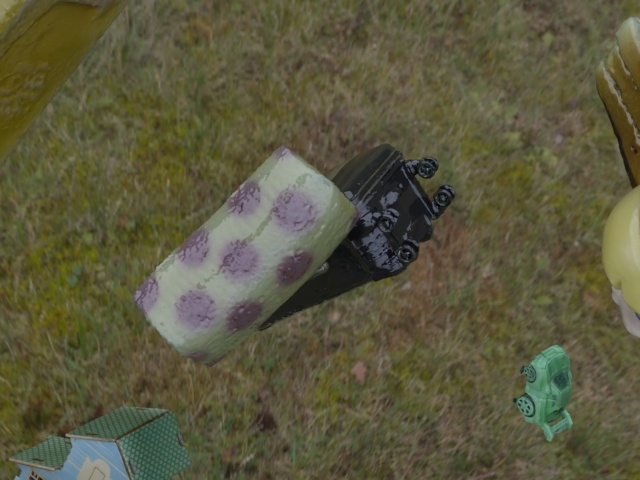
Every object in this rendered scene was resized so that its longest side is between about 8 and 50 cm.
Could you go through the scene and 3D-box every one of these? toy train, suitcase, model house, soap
[{"bbox_3d":[0.392,0.256,1.847,0.099,0.149,0.081,-22,39,-34],"label":"toy train"},{"bbox_3d":[0.000,0.000,1.909,0.194,0.434,0.283,55,35,-11],"label":"suitcase"},{"bbox_3d":[-0.279,0.326,1.509,0.271,0.206,0.178,37,25,20],"label":"model house"},{"bbox_3d":[-0.338,-0.175,1.090,0.091,0.199,0.315,46,108,10],"label":"soap"}]

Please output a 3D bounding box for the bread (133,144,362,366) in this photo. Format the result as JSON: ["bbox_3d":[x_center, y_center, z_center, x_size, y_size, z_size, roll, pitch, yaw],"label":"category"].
[{"bbox_3d":[-0.104,0.029,1.617,0.338,0.187,0.155,-46,63,2],"label":"bread"}]

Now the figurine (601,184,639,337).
[{"bbox_3d":[0.150,0.036,0.408,0.083,0.187,0.083,-9,47,9],"label":"figurine"}]

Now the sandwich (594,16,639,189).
[{"bbox_3d":[0.443,-0.120,1.164,0.273,0.095,0.249,7,48,-20],"label":"sandwich"}]
